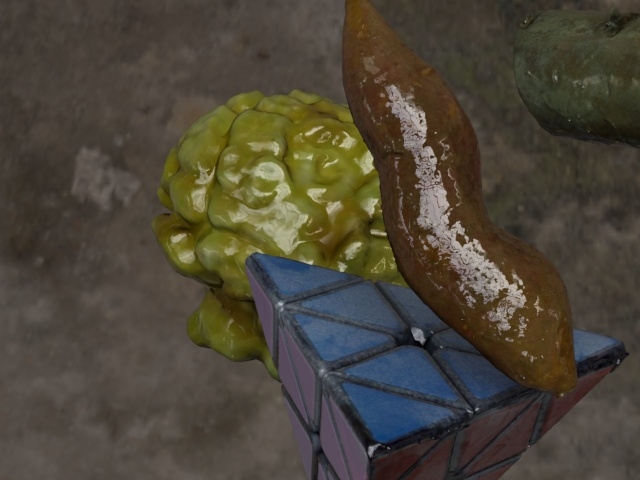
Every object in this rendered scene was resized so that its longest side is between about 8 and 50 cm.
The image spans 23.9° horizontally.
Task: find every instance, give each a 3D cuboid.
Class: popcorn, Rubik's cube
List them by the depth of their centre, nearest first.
[{"bbox_3d":[0.012,0.059,0.769,0.211,0.178,0.190,-46,158,1],"label":"Rubik's cube"},{"bbox_3d":[0.000,0.000,1.224,0.258,0.224,0.270,-7,134,38],"label":"popcorn"}]

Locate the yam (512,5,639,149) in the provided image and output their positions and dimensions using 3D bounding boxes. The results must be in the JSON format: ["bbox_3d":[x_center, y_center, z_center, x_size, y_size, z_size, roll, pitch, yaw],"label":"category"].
[{"bbox_3d":[0.156,-0.076,0.715,0.146,0.070,0.070,13,142,47],"label":"yam"}]

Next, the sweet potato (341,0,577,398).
[{"bbox_3d":[0.055,-0.020,0.711,0.065,0.051,0.218,-28,83,-7],"label":"sweet potato"}]
